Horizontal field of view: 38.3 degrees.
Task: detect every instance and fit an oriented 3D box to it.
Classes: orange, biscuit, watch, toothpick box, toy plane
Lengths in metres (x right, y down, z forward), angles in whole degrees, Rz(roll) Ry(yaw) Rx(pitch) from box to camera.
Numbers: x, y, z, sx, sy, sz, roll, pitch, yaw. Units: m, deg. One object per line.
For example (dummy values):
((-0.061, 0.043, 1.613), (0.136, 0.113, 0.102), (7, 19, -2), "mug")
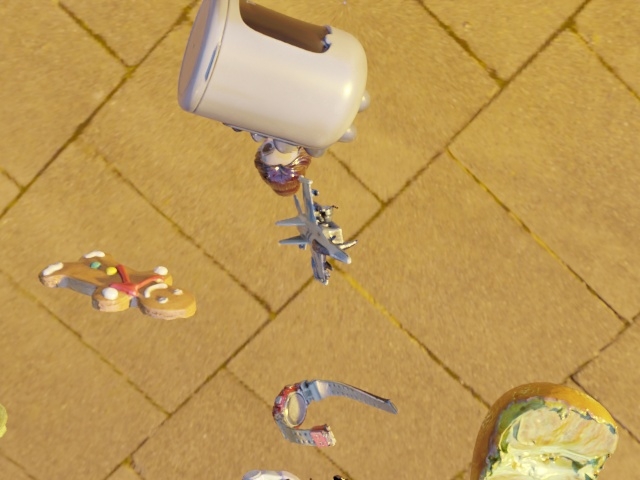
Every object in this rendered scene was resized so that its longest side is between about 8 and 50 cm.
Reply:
((0.445, 0.422, 1.862), (0.262, 0.196, 0.335), (12, 113, 5), "orange")
((-0.402, 0.087, 1.914), (0.339, 0.216, 0.047), (19, 115, 30), "biscuit")
((0.018, 0.379, 2.004), (0.268, 0.165, 0.102), (7, 130, 44), "watch")
((-0.065, -0.262, 1.528), (0.316, 0.229, 0.229), (16, 105, -18), "toothpick box")
((0.010, -0.003, 1.516), (0.088, 0.262, 0.192), (-17, 111, -25), "toy plane")

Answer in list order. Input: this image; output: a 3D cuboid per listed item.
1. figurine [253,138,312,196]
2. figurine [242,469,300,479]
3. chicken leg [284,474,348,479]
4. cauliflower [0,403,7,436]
((-0.077, -0.255, 1.892), (0.187, 0.168, 0.315), (6, 65, -17), "figurine")
((-0.093, 0.382, 1.206), (0.183, 0.208, 0.128), (-20, 110, -10), "figurine")
((0.076, 0.248, 0.681), (0.253, 0.106, 0.051), (32, 63, -6), "chicken leg")
((-0.501, 0.274, 1.163), (0.250, 0.272, 0.275), (-34, 73, 27), "cauliflower")
